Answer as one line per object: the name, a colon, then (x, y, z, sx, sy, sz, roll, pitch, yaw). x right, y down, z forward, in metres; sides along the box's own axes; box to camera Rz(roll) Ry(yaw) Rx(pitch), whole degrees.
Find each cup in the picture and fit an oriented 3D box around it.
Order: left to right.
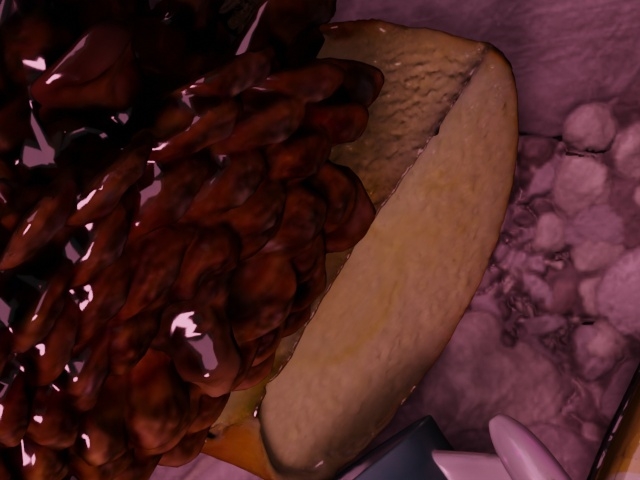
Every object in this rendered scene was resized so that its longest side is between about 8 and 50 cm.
cup: (0.063, 0.237, 1.292, 0.299, 0.167, 0.173, -38, 87, 31)

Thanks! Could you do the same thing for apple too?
apple: (0.000, 0.000, 1.298, 0.254, 0.179, 0.346, 31, 92, -15)

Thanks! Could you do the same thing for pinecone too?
pinecone: (-0.166, -0.049, 1.101, 0.397, 0.398, 0.398, 0, 87, 6)

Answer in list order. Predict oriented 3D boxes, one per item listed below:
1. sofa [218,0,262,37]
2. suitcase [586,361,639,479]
sofa: (-0.103, -0.269, 1.313, 0.258, 0.200, 0.182, 27, 92, 8)
suitcase: (0.288, 0.172, 1.278, 0.194, 0.143, 0.235, 24, 89, 6)
